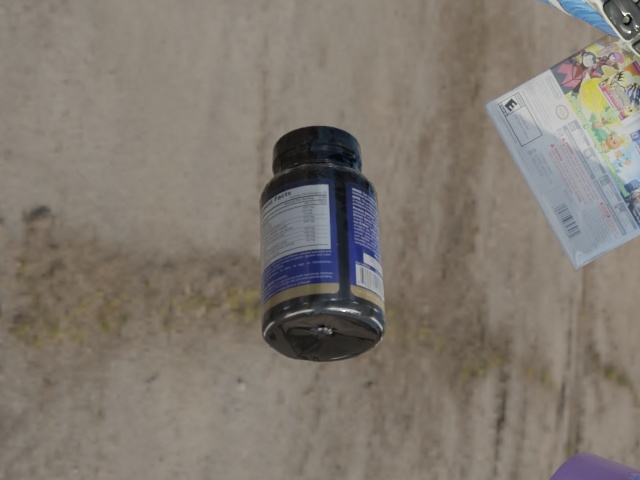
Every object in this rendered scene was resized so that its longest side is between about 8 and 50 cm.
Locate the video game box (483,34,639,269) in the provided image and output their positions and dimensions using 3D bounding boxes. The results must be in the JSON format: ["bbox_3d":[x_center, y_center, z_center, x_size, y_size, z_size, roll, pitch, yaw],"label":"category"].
[{"bbox_3d":[0.303,-0.101,1.393,0.205,0.187,0.048,63,13,9],"label":"video game box"}]

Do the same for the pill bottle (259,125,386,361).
[{"bbox_3d":[0.000,0.000,1.318,0.123,0.123,0.219,50,32,-53],"label":"pill bottle"}]

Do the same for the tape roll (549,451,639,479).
[{"bbox_3d":[0.335,0.411,1.657,0.275,0.090,0.275,-28,126,-47],"label":"tape roll"}]

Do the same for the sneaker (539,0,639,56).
[{"bbox_3d":[0.271,-0.273,1.284,0.130,0.330,0.147,-61,-161,15],"label":"sneaker"}]
